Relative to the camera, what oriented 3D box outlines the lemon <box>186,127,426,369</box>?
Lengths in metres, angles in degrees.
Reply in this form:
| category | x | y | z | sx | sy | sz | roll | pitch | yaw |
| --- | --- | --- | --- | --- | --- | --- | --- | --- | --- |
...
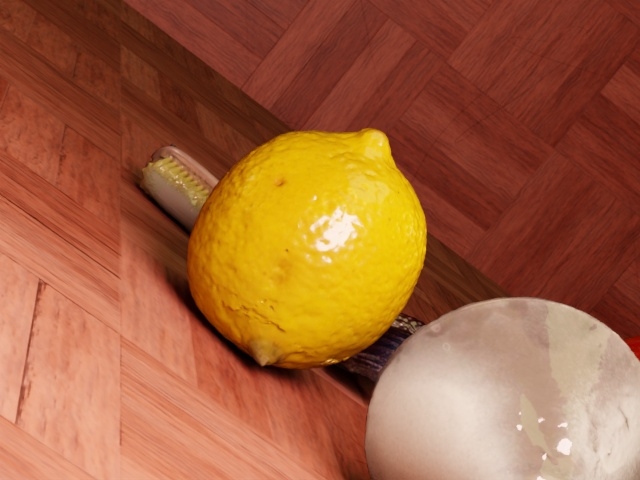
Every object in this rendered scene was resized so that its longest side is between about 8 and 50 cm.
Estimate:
| category | x | y | z | sx | sy | sz | roll | pitch | yaw |
| --- | --- | --- | --- | --- | --- | --- | --- | --- | --- |
| lemon | -0.008 | 0.005 | 1.653 | 0.228 | 0.253 | 0.228 | 42 | -5 | 5 |

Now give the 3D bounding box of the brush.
| category | x | y | z | sx | sy | sz | roll | pitch | yaw |
| --- | --- | --- | --- | --- | --- | --- | --- | --- | --- |
| brush | -0.098 | 0.007 | 1.966 | 0.313 | 0.072 | 0.067 | 41 | 33 | 8 |

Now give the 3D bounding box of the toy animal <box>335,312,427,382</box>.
| category | x | y | z | sx | sy | sz | roll | pitch | yaw |
| --- | --- | --- | --- | --- | --- | --- | --- | --- | --- |
| toy animal | 0.063 | 0.108 | 1.883 | 0.179 | 0.116 | 0.218 | 39 | 10 | 2 |

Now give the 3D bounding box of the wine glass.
| category | x | y | z | sx | sy | sz | roll | pitch | yaw |
| --- | --- | --- | --- | --- | --- | --- | --- | --- | --- |
| wine glass | 0.173 | 0.229 | 1.253 | 0.267 | 0.267 | 0.406 | 37 | 12 | -12 |

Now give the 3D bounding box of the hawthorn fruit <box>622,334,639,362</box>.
| category | x | y | z | sx | sy | sz | roll | pitch | yaw |
| --- | --- | --- | --- | --- | --- | --- | --- | --- | --- |
| hawthorn fruit | 0.419 | 0.230 | 1.978 | 0.284 | 0.369 | 0.285 | 53 | 14 | -19 |
